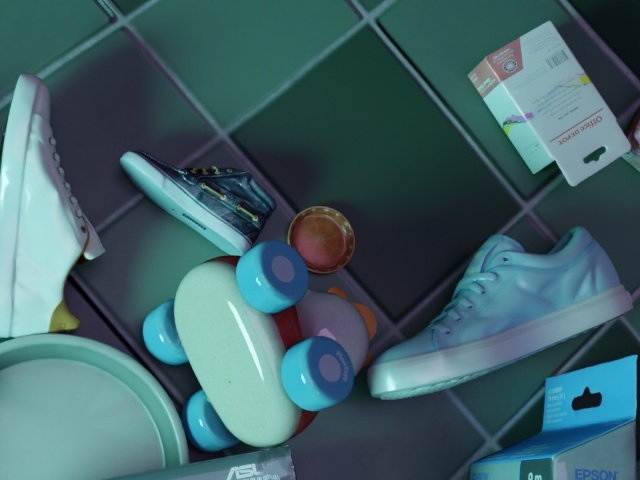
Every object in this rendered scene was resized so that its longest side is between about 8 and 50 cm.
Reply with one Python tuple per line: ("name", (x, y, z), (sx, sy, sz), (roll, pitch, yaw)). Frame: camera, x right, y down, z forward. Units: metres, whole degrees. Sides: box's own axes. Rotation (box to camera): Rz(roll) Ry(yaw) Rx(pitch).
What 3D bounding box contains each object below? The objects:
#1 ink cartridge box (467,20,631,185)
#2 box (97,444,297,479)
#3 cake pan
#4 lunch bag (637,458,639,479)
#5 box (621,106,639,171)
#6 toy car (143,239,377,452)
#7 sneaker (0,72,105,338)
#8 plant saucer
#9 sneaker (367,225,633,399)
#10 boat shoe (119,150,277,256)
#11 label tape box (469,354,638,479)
("ink cartridge box", (0.296, -0.167, 1.442), (0.115, 0.067, 0.198), (-31, 86, -19))
("box", (-0.160, 0.354, 1.130), (0.308, 0.076, 0.242), (-7, 77, -15))
("cake pan", (-0.289, 0.248, 1.195), (0.293, 0.054, 0.293), (3, 77, -15))
("lunch bag", (0.400, 0.315, 1.304), (0.219, 0.176, 0.090), (-33, 88, -19))
("box", (0.560, -0.098, 1.454), (0.300, 0.154, 0.142), (39, 71, -5))
("toy car", (-0.030, 0.100, 1.253), (0.238, 0.219, 0.210), (-19, 81, -48))
("sneaker", (-0.299, -0.037, 1.238), (0.123, 0.106, 0.290), (4, 88, -17))
("plant saucer", (0.000, 0.000, 1.351), (0.084, 0.013, 0.083), (4, 77, -15))
("sneaker", (0.196, 0.079, 1.335), (0.366, 0.135, 0.150), (-17, 78, -28))
("boat shoe", (-0.141, -0.063, 1.305), (0.183, 0.065, 0.083), (37, 69, -12))
("label tape box", (0.251, 0.302, 1.234), (0.106, 0.240, 0.333), (6, 76, -12))
